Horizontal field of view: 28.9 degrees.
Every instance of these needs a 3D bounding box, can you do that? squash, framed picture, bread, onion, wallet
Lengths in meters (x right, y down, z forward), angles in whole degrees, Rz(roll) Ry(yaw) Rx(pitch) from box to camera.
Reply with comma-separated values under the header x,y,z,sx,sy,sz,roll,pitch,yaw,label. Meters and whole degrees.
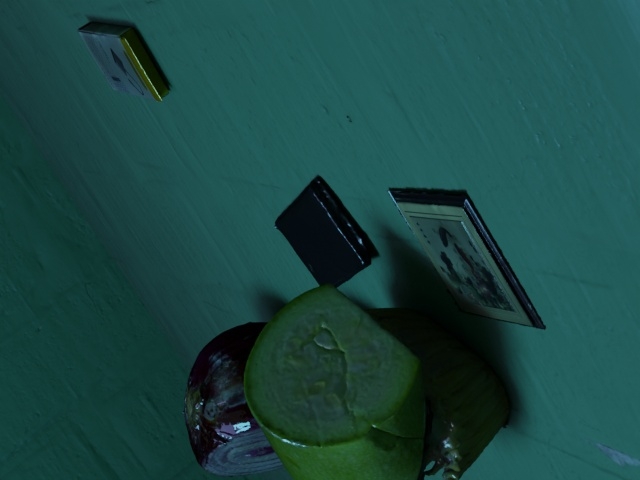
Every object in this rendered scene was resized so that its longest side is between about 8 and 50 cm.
x,y,z,sx,sy,sz,roll,pitch,yaw,label
0.046,0.248,1.636,0.233,0.210,0.309,37,168,37,squash
0.166,0.022,1.471,0.195,0.010,0.199,58,163,-16,framed picture
0.129,0.197,1.690,0.274,0.149,0.274,42,154,26,bread
-0.110,0.277,2.294,0.337,0.281,0.260,115,151,-58,onion
0.001,0.000,1.833,0.146,0.030,0.285,56,164,2,wallet

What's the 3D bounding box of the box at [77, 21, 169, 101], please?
x,y,z,sx,sy,sz,roll,pitch,yaw,label
-0.329,-0.302,2.090,0.247,0.033,0.129,23,145,59,box
